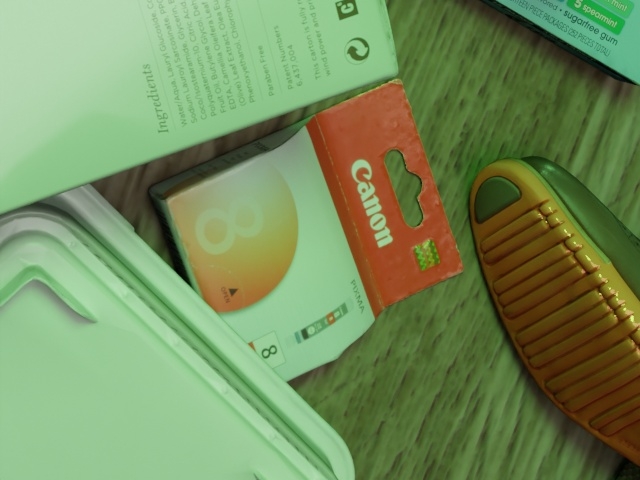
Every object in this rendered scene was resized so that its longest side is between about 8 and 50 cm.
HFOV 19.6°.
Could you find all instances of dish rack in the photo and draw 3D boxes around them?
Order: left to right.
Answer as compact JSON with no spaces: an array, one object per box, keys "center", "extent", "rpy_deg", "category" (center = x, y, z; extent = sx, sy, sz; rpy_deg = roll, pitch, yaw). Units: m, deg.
[{"center":[-0.159,0.149,1.097],"extent":[0.285,0.072,0.333],"rpy_deg":[-43,115,2],"category":"dish rack"}]

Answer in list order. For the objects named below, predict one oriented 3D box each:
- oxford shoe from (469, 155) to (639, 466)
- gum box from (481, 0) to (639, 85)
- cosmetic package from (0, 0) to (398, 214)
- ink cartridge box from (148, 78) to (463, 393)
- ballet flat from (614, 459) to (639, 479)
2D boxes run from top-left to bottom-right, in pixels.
[{"center":[0.238,0.077,1.211],"extent":[0.132,0.130,0.364],"rpy_deg":[-41,95,-28],"category":"oxford shoe"},{"center":[0.178,-0.216,1.177],"extent":[0.157,0.041,0.184],"rpy_deg":[26,93,-23],"category":"gum box"},{"center":[-0.169,-0.109,0.987],"extent":[0.365,0.197,0.155],"rpy_deg":[-20,109,-17],"category":"cosmetic package"},{"center":[0.000,0.000,1.159],"extent":[0.179,0.045,0.145],"rpy_deg":[-24,110,-12],"category":"ink cartridge box"},{"center":[0.269,0.150,1.289],"extent":[0.084,0.058,0.250],"rpy_deg":[29,91,-24],"category":"ballet flat"}]
